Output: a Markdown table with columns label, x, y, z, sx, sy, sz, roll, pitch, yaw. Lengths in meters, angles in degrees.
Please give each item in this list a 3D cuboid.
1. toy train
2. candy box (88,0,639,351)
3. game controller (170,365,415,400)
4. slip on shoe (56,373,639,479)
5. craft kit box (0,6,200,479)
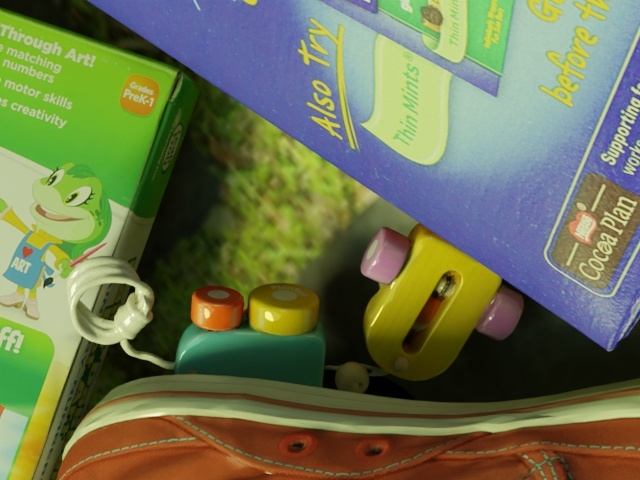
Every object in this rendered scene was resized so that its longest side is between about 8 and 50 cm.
| label | x | y | z | sx | sy | sz | roll | pitch | yaw |
| --- | --- | --- | --- | --- | --- | --- | --- | --- | --- |
| toy train | 0.000 | 0.000 | 0.519 | 0.166 | 0.046 | 0.125 | -34 | 108 | 10 |
| candy box | 0.001 | -0.157 | 0.362 | 0.317 | 0.122 | 0.268 | 34 | 151 | 13 |
| game controller | -0.031 | 0.207 | 0.562 | 0.166 | 0.067 | 0.319 | -3 | 78 | 24 |
| slip on shoe | 0.060 | 0.106 | 0.438 | 0.331 | 0.101 | 0.123 | 0 | 131 | 21 |
| craft kit box | -0.203 | 0.014 | 0.550 | 0.250 | 0.061 | 0.246 | 20 | 91 | 5 |
